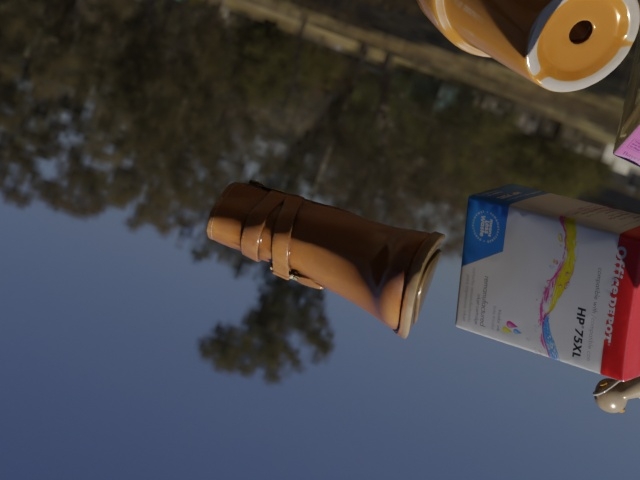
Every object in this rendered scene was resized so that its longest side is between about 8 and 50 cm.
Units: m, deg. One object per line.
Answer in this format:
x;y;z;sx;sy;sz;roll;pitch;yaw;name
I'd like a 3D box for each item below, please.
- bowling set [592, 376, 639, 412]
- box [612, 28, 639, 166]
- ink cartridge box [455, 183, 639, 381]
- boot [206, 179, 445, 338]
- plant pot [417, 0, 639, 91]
0.403;0.126;1.839;0.287;0.154;0.200;53;-162;-32;bowling set
0.461;-0.218;1.679;0.117;0.213;0.243;23;146;-6;box
0.242;0.040;1.315;0.231;0.134;0.078;16;-160;38;ink cartridge box
0.000;0.000;1.413;0.220;0.109;0.283;21;-174;-4;boot
0.222;-0.252;1.475;0.205;0.205;0.188;16;-151;-36;plant pot
